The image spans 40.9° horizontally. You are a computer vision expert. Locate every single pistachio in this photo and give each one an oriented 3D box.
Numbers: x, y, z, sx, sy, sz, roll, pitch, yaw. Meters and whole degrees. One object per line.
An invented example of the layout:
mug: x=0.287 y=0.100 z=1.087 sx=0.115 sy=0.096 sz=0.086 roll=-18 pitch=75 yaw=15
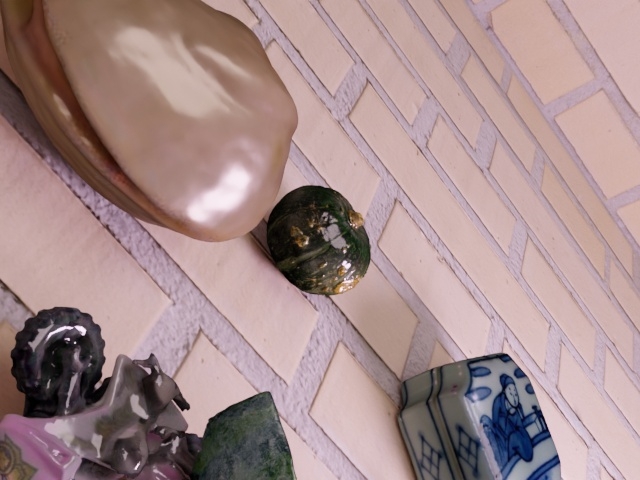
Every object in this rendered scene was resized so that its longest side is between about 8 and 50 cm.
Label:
pistachio: x=-0.205 y=-0.201 z=1.079 sx=0.445 sy=0.281 sz=0.365 roll=58 pitch=29 yaw=-14

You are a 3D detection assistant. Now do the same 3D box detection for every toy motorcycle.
toy motorcycle: x=-0.222 y=0.225 z=0.893 sx=0.327 sy=0.143 sz=0.188 roll=57 pitch=38 yaw=-35

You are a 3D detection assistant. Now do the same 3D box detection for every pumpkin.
pumpkin: x=0.000 y=0.000 z=1.339 sx=0.190 sy=0.146 sz=0.190 roll=30 pitch=46 yaw=-38

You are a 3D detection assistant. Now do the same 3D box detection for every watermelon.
watermelon: x=-0.080 y=0.327 z=0.950 sx=0.226 sy=0.148 sz=0.318 roll=-143 pitch=-140 yaw=-83

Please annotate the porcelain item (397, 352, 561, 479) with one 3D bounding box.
porcelain item: x=0.281 y=0.343 z=1.468 sx=0.281 sy=0.157 sz=0.286 roll=5 pitch=63 yaw=-54
